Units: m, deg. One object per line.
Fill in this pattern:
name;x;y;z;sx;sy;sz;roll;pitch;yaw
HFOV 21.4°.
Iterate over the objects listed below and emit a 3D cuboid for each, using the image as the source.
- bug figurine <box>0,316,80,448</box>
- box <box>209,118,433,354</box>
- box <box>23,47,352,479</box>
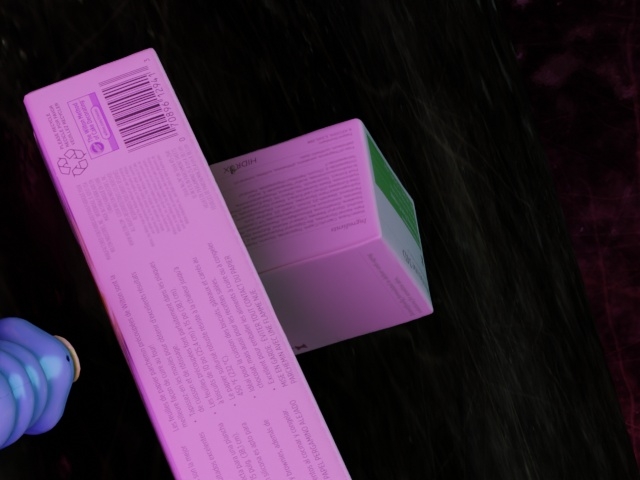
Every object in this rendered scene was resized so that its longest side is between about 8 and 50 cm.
bug figurine;-0.154;-0.027;0.515;0.216;0.072;0.279;-47;118;-74
box;0.000;0.000;0.997;0.101;0.102;0.087;53;25;-54
box;-0.037;0.070;0.693;0.063;0.067;0.324;87;-21;-65
